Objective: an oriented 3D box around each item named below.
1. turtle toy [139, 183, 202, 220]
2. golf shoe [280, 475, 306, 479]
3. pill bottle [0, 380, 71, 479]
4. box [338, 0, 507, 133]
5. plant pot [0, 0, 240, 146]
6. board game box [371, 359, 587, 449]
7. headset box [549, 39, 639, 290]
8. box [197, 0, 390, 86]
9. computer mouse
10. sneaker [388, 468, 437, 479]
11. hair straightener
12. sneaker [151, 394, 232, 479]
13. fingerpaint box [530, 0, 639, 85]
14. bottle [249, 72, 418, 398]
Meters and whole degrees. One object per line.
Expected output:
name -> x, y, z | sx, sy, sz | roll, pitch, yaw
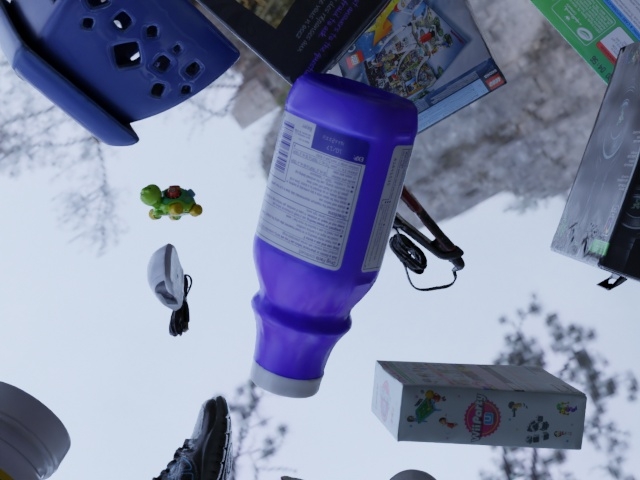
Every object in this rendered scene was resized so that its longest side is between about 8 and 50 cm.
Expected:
turtle toy -> -0.299, -0.077, 2.165 | 0.130, 0.095, 0.066 | 2, -97, -45
golf shoe -> -0.095, 0.527, 1.894 | 0.140, 0.115, 0.306 | 28, -135, 27
pill bottle -> -0.427, 0.325, 1.222 | 0.188, 0.188, 0.334 | 49, -133, -21
box -> 0.098, -0.217, 1.220 | 0.044, 0.159, 0.233 | 45, -157, -41
plant pot -> -0.279, -0.271, 1.398 | 0.236, 0.212, 0.236 | 41, -173, -40
board game box -> 0.255, 0.268, 1.819 | 0.224, 0.303, 0.097 | -153, 68, -81
headset box -> 0.381, -0.074, 1.232 | 0.131, 0.283, 0.246 | 18, -175, -2
box -> -0.064, -0.283, 1.048 | 0.270, 0.143, 0.165 | 42, -169, -6
computer mouse -> -0.218, 0.061, 1.565 | 0.193, 0.042, 0.106 | 83, -173, -64
sneaker -> 0.084, 0.284, 1.046 | 0.229, 0.087, 0.092 | -78, -31, -65
hair straightener -> 0.095, -0.011, 1.328 | 0.230, 0.089, 0.047 | 44, -167, -34
sneaker -> -0.232, 0.409, 1.870 | 0.125, 0.139, 0.341 | 86, -168, -48
fingerpaint box -> 0.434, -0.489, 1.755 | 0.445, 0.163, 0.371 | 45, -139, -8
bottle -> 0.000, 0.000, 0.970 | 0.118, 0.283, 0.092 | 25, -161, 35
